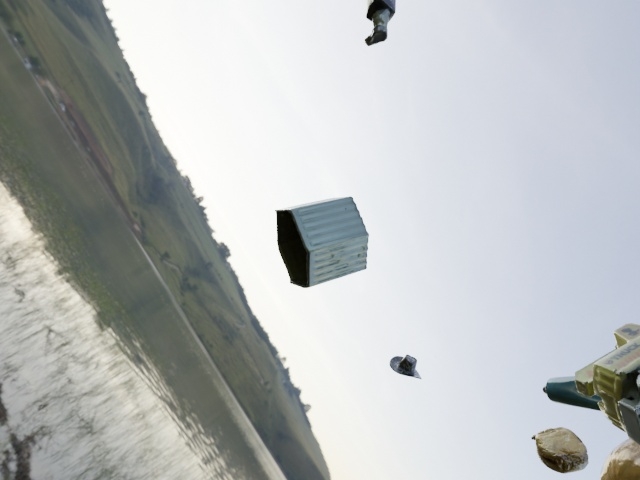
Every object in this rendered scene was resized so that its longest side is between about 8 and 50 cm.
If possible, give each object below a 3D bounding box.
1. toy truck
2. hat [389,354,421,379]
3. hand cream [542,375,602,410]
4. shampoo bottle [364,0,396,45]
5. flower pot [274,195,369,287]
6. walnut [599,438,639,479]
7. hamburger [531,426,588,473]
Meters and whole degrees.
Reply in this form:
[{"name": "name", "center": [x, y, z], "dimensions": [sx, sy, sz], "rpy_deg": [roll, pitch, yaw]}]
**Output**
[{"name": "toy truck", "center": [0.493, 0.163, 0.576], "dimensions": [0.124, 0.272, 0.157], "rpy_deg": [65, -11, -14]}, {"name": "hat", "center": [0.274, 0.386, 1.317], "dimensions": [0.121, 0.050, 0.121], "rpy_deg": [25, 12, -6]}, {"name": "hand cream", "center": [0.527, 0.291, 0.805], "dimensions": [0.048, 0.083, 0.224], "rpy_deg": [32, -27, -14]}, {"name": "shampoo bottle", "center": [0.122, -0.496, 0.874], "dimensions": [0.063, 0.057, 0.207], "rpy_deg": [-30, -131, 56]}, {"name": "flower pot", "center": [0.000, 0.000, 1.141], "dimensions": [0.209, 0.190, 0.239], "rpy_deg": [48, -35, 47]}, {"name": "walnut", "center": [0.561, 0.403, 0.700], "dimensions": [0.144, 0.180, 0.144], "rpy_deg": [176, -90, -76]}, {"name": "hamburger", "center": [0.763, 0.667, 1.345], "dimensions": [0.147, 0.138, 0.083], "rpy_deg": [-100, -179, -76]}]
